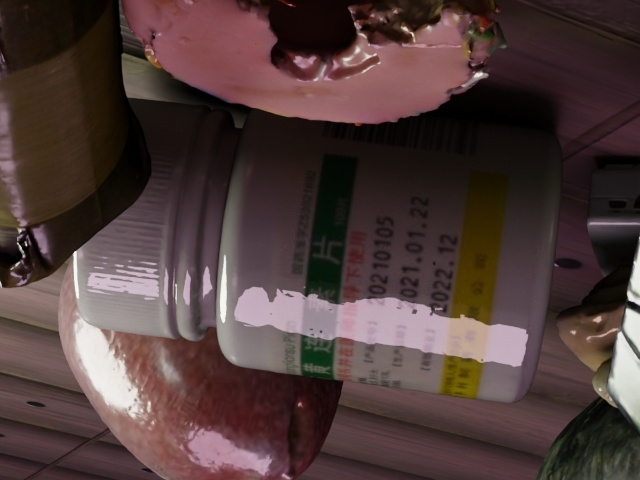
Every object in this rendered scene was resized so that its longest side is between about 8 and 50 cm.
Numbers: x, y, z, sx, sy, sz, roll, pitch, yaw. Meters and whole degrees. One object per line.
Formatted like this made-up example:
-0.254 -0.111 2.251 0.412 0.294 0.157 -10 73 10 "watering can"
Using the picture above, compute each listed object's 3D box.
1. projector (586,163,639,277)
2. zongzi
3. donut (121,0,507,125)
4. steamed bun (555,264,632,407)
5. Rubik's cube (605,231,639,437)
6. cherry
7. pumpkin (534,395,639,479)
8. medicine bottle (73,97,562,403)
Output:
0.278 -0.009 1.285 0.115 0.061 0.147 3 158 19 "projector"
-0.257 -0.162 1.049 0.317 0.154 0.289 35 145 29 "zongzi"
-0.009 -0.146 1.013 0.233 0.085 0.199 14 158 -15 "donut"
0.413 0.102 1.224 0.428 0.189 0.247 -12 153 17 "steamed bun"
0.323 0.049 0.930 0.319 0.319 0.264 23 123 -32 "Rubik's cube"
-0.093 0.092 1.410 0.261 0.307 0.221 5 136 -41 "cherry"
0.422 0.255 1.519 0.454 0.344 0.454 -5 175 0 "pumpkin"
0.000 0.000 1.216 0.339 0.208 0.208 7 159 4 "medicine bottle"
